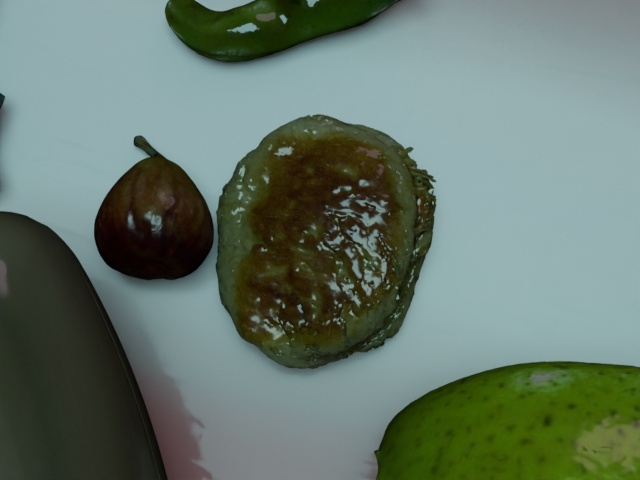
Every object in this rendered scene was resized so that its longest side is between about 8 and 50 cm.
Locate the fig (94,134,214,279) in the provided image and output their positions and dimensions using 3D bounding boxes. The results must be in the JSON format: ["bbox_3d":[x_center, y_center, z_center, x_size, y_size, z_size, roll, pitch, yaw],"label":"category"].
[{"bbox_3d":[-0.123,-0.033,0.916,0.088,0.089,0.125,-1,60,1],"label":"fig"}]

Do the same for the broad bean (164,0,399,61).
[{"bbox_3d":[-0.016,-0.184,0.954,0.213,0.048,0.070,-9,79,3],"label":"broad bean"}]

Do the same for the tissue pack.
[{"bbox_3d":[-0.232,0.179,0.771,0.267,0.277,0.387,-15,79,-5],"label":"tissue pack"}]

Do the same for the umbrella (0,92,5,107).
[{"bbox_3d":[-0.313,-0.137,0.930,0.143,0.094,0.349,3,82,10],"label":"umbrella"}]

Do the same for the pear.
[{"bbox_3d":[0.220,0.221,0.760,0.318,0.238,0.343,-21,78,12],"label":"pear"}]

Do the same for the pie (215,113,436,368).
[{"bbox_3d":[0.000,0.000,0.903,0.163,0.079,0.194,9,80,8],"label":"pie"}]
